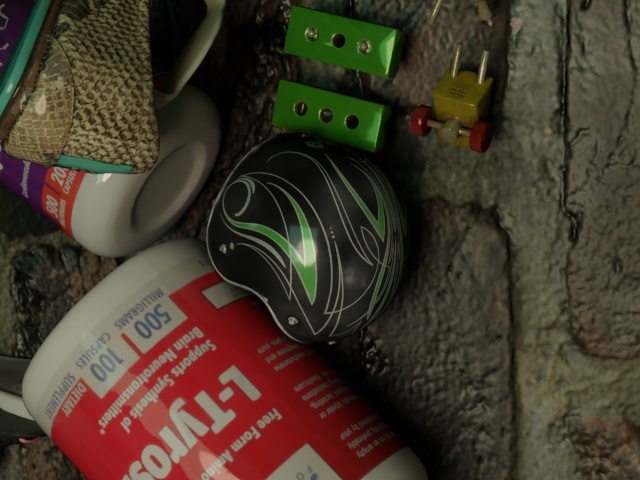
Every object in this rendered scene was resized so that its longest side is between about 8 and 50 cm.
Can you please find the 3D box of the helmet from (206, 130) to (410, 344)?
[{"bbox_3d":[0.000,0.000,1.285,0.161,0.169,0.169,35,111,29],"label":"helmet"}]

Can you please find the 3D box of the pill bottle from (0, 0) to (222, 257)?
[{"bbox_3d":[-0.262,-0.137,1.381,0.323,0.181,0.181,35,111,17],"label":"pill bottle"}]

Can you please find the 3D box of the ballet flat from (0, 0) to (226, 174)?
[{"bbox_3d":[-0.166,-0.259,1.293,0.164,0.182,0.482,-43,36,52],"label":"ballet flat"}]

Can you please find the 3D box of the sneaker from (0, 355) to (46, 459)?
[{"bbox_3d":[-0.333,0.202,1.516,0.296,0.105,0.146,7,103,31],"label":"sneaker"}]

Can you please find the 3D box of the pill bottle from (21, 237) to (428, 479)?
[{"bbox_3d":[-0.055,0.209,1.303,0.408,0.229,0.229,44,114,14],"label":"pill bottle"}]

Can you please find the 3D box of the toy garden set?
[{"bbox_3d":[0.075,-0.198,1.282,0.204,0.049,0.244,17,104,25],"label":"toy garden set"}]
